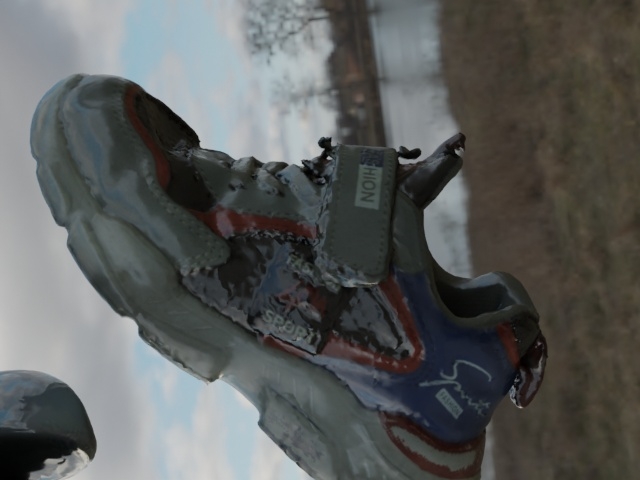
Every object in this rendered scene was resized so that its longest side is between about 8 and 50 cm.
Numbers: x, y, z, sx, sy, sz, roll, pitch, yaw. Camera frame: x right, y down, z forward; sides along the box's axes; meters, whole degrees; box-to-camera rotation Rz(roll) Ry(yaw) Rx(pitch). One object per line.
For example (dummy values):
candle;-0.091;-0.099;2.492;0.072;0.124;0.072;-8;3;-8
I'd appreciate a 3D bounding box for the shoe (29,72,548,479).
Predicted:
shoe;0.000;0.000;0.428;0.227;0.125;0.099;43;-163;-6

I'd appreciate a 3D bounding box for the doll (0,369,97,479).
doll;-0.204;0.069;0.371;0.195;0.258;0.153;42;-124;-53
